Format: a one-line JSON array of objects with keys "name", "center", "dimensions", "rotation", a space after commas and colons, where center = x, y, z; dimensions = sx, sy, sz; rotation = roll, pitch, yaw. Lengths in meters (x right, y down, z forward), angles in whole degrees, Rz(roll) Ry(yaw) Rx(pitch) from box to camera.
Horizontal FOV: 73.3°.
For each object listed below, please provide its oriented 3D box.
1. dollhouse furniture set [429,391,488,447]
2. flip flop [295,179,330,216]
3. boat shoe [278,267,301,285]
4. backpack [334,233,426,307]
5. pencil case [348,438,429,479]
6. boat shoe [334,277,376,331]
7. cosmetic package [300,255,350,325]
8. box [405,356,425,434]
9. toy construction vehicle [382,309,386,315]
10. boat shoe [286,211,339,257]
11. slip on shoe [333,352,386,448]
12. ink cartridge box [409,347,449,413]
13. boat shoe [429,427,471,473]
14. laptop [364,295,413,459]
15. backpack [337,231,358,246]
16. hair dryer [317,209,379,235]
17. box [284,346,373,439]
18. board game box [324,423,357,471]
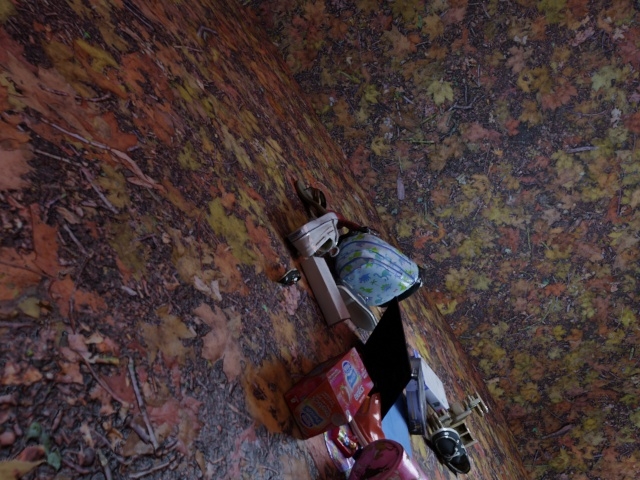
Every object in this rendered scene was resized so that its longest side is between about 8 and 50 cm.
[{"name": "dollhouse furniture set", "center": [0.606, 0.800, 1.861], "dimensions": [0.242, 0.212, 0.161], "rotation": [82, -16, -56]}, {"name": "flip flop", "center": [-0.009, -0.178, 1.895], "dimensions": [0.277, 0.080, 0.112], "rotation": [46, 11, 29]}, {"name": "boat shoe", "center": [-0.092, 0.116, 1.328], "dimensions": [0.042, 0.049, 0.133], "rotation": [53, 13, 7]}, {"name": "backpack", "center": [0.222, 0.128, 1.813], "dimensions": [0.355, 0.290, 0.273], "rotation": [48, 35, -15]}, {"name": "pencil case", "center": [0.222, 0.689, 1.077], "dimensions": [0.386, 0.167, 0.160], "rotation": [56, 41, -11]}, {"name": "boat shoe", "center": [0.134, 0.249, 1.666], "dimensions": [0.254, 0.095, 0.079], "rotation": [45, 33, -16]}, {"name": "cosmetic package", "center": [0.017, 0.175, 1.509], "dimensions": [0.239, 0.060, 0.099], "rotation": [65, 16, 16]}, {"name": "box", "center": [0.371, 0.598, 1.671], "dimensions": [0.183, 0.056, 0.231], "rotation": [-32, 116, -72]}, {"name": "toy construction vehicle", "center": [0.322, 0.382, 2.062], "dimensions": [0.098, 0.035, 0.086], "rotation": [66, 8, 12]}, {"name": "boat shoe", "center": [0.007, -0.004, 1.645], "dimensions": [0.157, 0.135, 0.367], "rotation": [59, 20, 0]}, {"name": "slip on shoe", "center": [0.134, 0.487, 1.268], "dimensions": [0.123, 0.101, 0.332], "rotation": [26, 38, -65]}, {"name": "ink cartridge box", "center": [0.507, 0.674, 2.046], "dimensions": [0.311, 0.065, 0.186], "rotation": [53, 19, -26]}, {"name": "boat shoe", "center": [0.543, 0.863, 1.760], "dimensions": [0.302, 0.114, 0.091], "rotation": [46, 16, -34]}, {"name": "laptop", "center": [0.289, 0.487, 1.491], "dimensions": [0.236, 0.408, 0.382], "rotation": [20, 28, -9]}, {"name": "backpack", "center": [0.162, 0.061, 1.996], "dimensions": [0.152, 0.115, 0.182], "rotation": [35, 33, -58]}, {"name": "hair dryer", "center": [0.119, -0.089, 1.998], "dimensions": [0.293, 0.080, 0.223], "rotation": [17, -8, -13]}, {"name": "box", "center": [0.030, 0.383, 1.107], "dimensions": [0.123, 0.128, 0.257], "rotation": [62, 18, 8]}, {"name": "board game box", "center": [0.068, 0.526, 1.138], "dimensions": [0.168, 0.033, 0.133], "rotation": [31, 34, -57]}]
